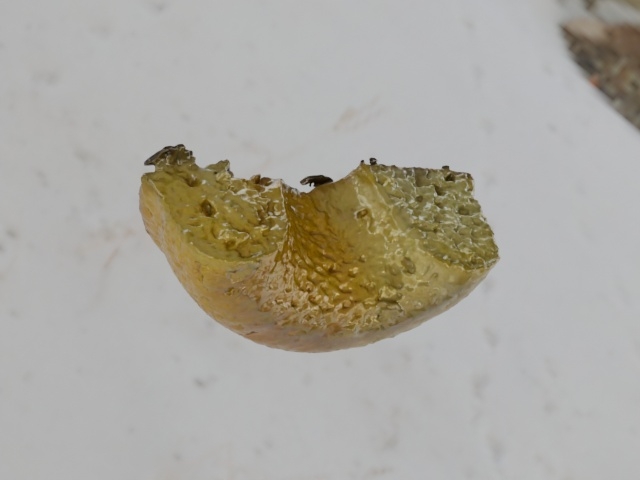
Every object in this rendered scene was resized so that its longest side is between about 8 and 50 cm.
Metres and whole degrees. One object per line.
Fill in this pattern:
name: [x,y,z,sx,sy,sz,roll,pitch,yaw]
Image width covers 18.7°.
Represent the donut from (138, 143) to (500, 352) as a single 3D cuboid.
donut: [0.000,0.000,0.452,0.083,0.067,0.038,42,21,-56]
